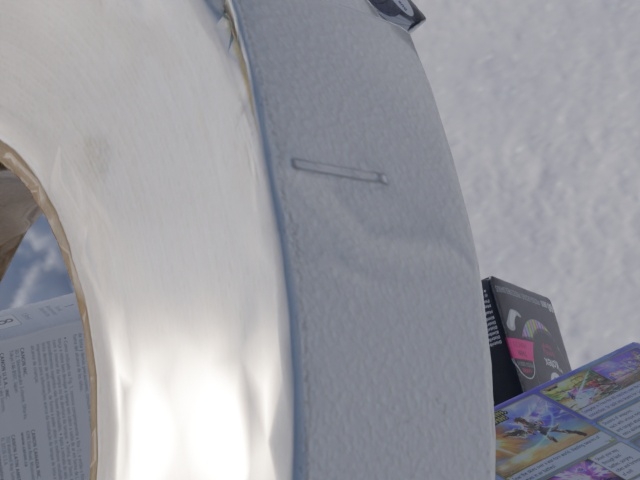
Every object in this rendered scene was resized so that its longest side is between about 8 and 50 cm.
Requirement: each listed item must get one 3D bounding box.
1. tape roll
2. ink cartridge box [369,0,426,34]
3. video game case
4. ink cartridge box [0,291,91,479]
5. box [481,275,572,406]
[{"bbox_3d":[-0.099,0.068,0.593,0.392,0.072,0.392,-10,76,50],"label":"tape roll"},{"bbox_3d":[-0.071,-0.138,1.174,0.165,0.333,0.065,50,130,0],"label":"ink cartridge box"},{"bbox_3d":[0.255,0.187,1.405,0.244,0.269,0.061,29,124,38],"label":"video game case"},{"bbox_3d":[-0.113,0.115,1.163,0.056,0.225,0.181,30,129,56],"label":"ink cartridge box"},{"bbox_3d":[0.181,0.193,1.853,0.143,0.165,0.270,-23,71,24],"label":"box"}]
